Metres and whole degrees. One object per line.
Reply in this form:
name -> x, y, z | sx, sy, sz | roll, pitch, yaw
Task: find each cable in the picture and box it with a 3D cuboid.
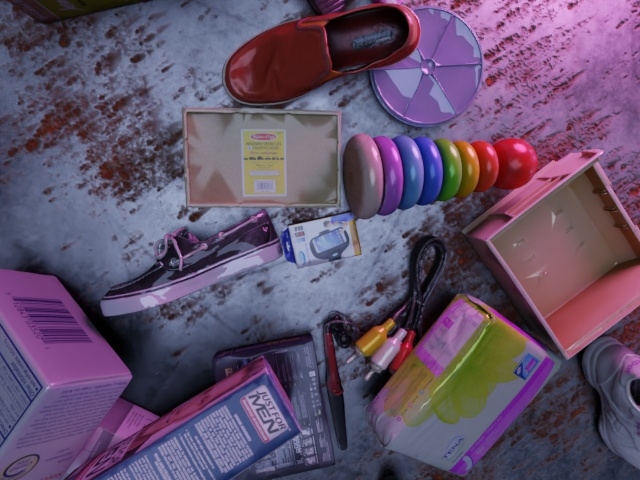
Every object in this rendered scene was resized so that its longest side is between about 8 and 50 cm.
cable -> 0.172, 0.137, 0.819 | 0.139, 0.072, 0.287 | 33, 94, -14

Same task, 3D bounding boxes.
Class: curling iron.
curling iron -> 0.039, 0.270, 0.843 | 0.068, 0.035, 0.274 | -2, 98, -5

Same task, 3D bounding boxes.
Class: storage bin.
storage bin -> 0.442, 0.017, 0.801 | 0.260, 0.123, 0.262 | -37, 99, 1

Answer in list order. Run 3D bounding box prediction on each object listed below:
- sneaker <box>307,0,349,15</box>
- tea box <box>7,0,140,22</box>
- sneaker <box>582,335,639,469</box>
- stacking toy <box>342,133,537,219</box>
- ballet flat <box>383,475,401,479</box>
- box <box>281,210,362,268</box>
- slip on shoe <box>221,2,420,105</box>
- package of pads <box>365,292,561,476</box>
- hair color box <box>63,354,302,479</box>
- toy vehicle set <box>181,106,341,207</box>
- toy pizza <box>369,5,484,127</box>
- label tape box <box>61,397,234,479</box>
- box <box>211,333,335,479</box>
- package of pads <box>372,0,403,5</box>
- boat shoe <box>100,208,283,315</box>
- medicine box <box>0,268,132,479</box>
sneaker -> -0.053, -0.514, 0.695 | 0.122, 0.146, 0.330 | -41, 124, -24
tea box -> -0.330, -0.527, 0.603 | 0.324, 0.220, 0.329 | -14, 99, -4
sneaker -> 0.604, 0.336, 0.848 | 0.114, 0.152, 0.305 | -30, 101, -3
stacking toy -> 0.211, -0.121, 0.769 | 0.330, 0.141, 0.141 | -7, 99, -12
ballet flat -> 0.153, 0.570, 0.884 | 0.087, 0.083, 0.247 | 2, 99, -30
box -> 0.000, 0.000, 0.805 | 0.136, 0.028, 0.081 | -13, 99, -5
slip on shoe -> -0.005, -0.298, 0.711 | 0.331, 0.101, 0.123 | -11, 105, 9
package of pads -> 0.248, 0.261, 0.792 | 0.229, 0.101, 0.296 | 32, 98, -27
hair color box -> -0.208, 0.314, 0.666 | 0.347, 0.174, 0.105 | -29, 89, -12
toy vehicle set -> -0.097, -0.139, 0.772 | 0.267, 0.035, 0.166 | 0, 98, -5
toy pizza -> 0.183, -0.298, 0.778 | 0.201, 0.032, 0.201 | -1, 97, -4
label tape box -> -0.328, 0.448, 0.798 | 0.334, 0.106, 0.240 | 29, 94, -8
box -> -0.083, 0.302, 0.810 | 0.183, 0.059, 0.232 | -11, 90, -5
package of pads -> 0.100, -0.414, 0.744 | 0.032, 0.050, 0.083 | -38, 100, 6
boat shoe -> -0.220, 0.030, 0.746 | 0.306, 0.113, 0.105 | -20, 98, -4
medicine box -> -0.482, 0.232, 0.676 | 0.263, 0.149, 0.289 | 38, 95, 24
